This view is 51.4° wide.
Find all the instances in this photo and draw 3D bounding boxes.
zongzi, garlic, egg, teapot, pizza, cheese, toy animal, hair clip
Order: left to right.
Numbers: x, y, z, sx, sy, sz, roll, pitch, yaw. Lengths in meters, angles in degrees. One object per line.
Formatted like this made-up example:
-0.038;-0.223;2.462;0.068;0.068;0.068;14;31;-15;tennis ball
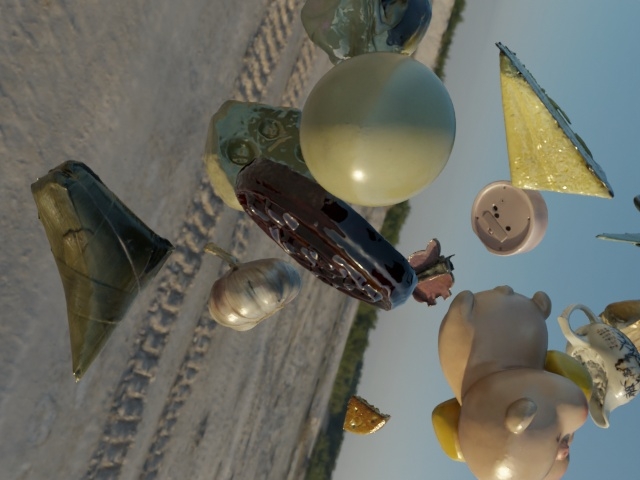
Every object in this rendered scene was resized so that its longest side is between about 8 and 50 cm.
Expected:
-0.427;0.046;1.150;0.274;0.145;0.300;51;49;-32;zongzi
-0.204;0.097;1.696;0.245;0.253;0.245;-39;174;-5;garlic
-0.131;-0.209;1.625;0.318;0.326;0.115;-38;173;-29;cheese
0.128;0.530;2.031;0.178;0.131;0.041;-40;168;33;pizza
0.069;-0.133;0.812;0.242;0.185;0.186;-46;153;-59;egg
0.271;0.084;1.642;0.056;0.146;0.187;-23;171;-37;hair clip
0.337;0.259;1.088;0.247;0.277;0.345;-94;-176;-74;toy animal
0.695;0.299;1.679;0.165;0.300;0.208;-27;177;-14;teapot

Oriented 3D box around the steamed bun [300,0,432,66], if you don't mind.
0.129;-0.519;1.491;0.320;0.206;0.275;-41;114;-39;steamed bun

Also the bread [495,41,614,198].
0.523;-0.281;1.486;0.346;0.242;0.405;-64;148;-58;bread

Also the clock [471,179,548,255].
0.493;-0.060;1.746;0.068;0.197;0.197;-5;119;-38;clock

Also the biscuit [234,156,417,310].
0.000;0.000;1.265;0.091;0.407;0.407;-52;171;-10;biscuit

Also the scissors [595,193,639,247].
0.644;-0.005;1.257;0.383;0.256;0.029;-8;132;-41;scissors

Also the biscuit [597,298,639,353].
0.858;0.236;1.812;0.274;0.213;0.091;89;3;-57;biscuit
